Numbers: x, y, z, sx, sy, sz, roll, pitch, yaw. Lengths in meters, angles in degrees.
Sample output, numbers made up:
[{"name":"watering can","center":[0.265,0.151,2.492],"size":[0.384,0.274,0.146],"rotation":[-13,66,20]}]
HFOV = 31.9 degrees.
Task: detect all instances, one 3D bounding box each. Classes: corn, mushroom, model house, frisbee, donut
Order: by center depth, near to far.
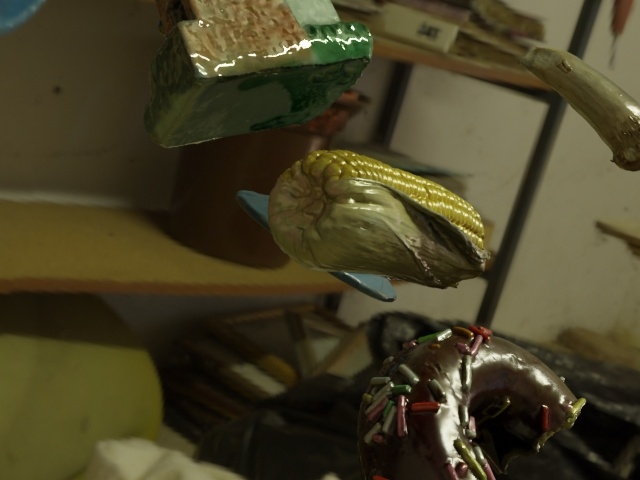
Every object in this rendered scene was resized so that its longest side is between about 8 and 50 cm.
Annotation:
[{"name":"corn","center":[0.066,-0.010,1.129],"size":[0.305,0.123,0.122],"rotation":[15,33,-52]},{"name":"donut","center":[0.170,0.229,1.276],"size":[0.259,0.136,0.345],"rotation":[40,38,-11]},{"name":"mushroom","center":[0.328,-0.164,1.346],"size":[0.209,0.071,0.084],"rotation":[46,17,19]},{"name":"model house","center":[-0.123,-0.313,1.422],"size":[0.267,0.324,0.194],"rotation":[-13,-14,-32]},{"name":"frisbee","center":[0.003,-0.004,1.687],"size":[0.289,0.049,0.289],"rotation":[33,6,-4]}]
